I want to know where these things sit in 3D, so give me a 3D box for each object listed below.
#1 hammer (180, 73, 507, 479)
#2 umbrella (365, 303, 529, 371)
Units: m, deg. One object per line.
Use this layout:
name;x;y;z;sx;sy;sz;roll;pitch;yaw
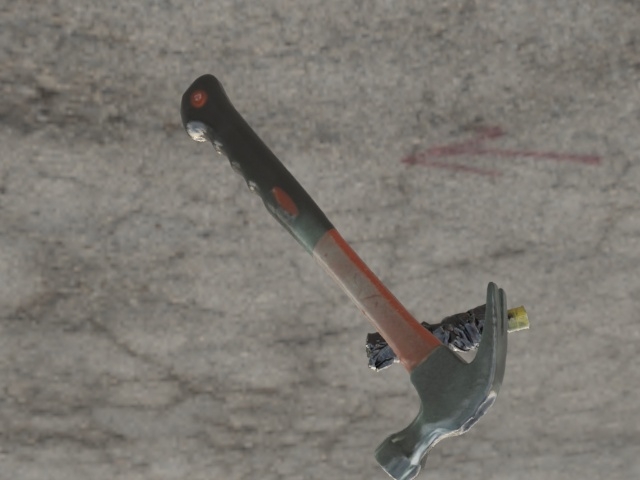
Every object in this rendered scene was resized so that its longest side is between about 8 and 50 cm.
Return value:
hammer;0.000;0.000;0.676;0.111;0.287;0.033;-45;151;5
umbrella;0.109;0.081;0.995;0.144;0.037;0.040;-14;-173;-2
